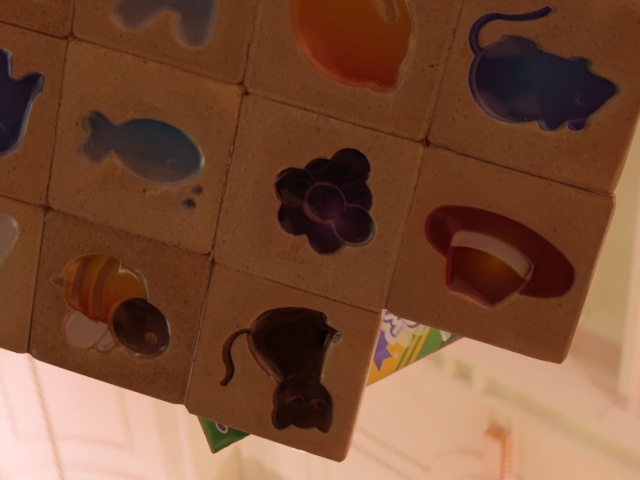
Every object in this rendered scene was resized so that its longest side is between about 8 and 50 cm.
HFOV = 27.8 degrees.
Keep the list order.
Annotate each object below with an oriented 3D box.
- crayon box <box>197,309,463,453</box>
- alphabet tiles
[{"bbox_3d":[-0.007,0.052,1.249,0.083,0.323,0.203,-25,-93,43],"label":"crayon box"},{"bbox_3d":[-0.037,-0.105,0.373,0.285,0.011,0.342,16,-67,8],"label":"alphabet tiles"}]
